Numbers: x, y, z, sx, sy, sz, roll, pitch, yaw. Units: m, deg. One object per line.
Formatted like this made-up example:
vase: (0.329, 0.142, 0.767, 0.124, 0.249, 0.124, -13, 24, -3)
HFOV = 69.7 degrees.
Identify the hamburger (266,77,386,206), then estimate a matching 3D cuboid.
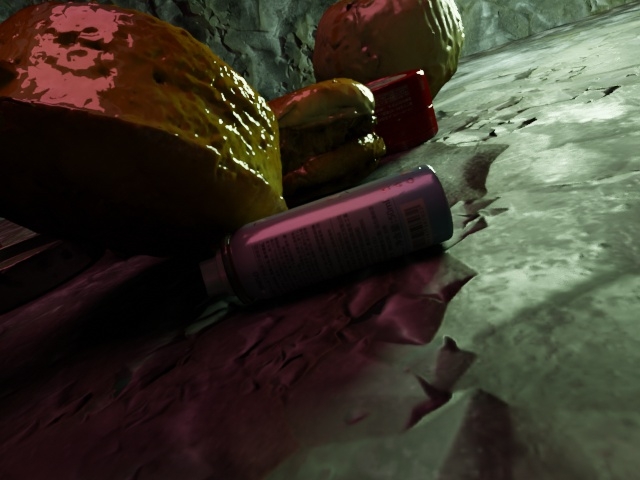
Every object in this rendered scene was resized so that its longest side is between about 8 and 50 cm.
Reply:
hamburger: (-0.018, -0.165, 0.755, 0.244, 0.163, 0.244, -19, 19, 7)

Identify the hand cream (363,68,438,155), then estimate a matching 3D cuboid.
hand cream: (0.126, -0.246, 0.900, 0.192, 0.126, 0.193, -16, 22, 7)

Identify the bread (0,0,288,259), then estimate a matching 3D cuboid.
bread: (-0.214, -0.096, 0.517, 0.336, 0.204, 0.358, -10, -20, 35)

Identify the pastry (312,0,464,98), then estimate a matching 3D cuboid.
pastry: (0.166, -0.460, 1.158, 0.388, 0.313, 0.389, -15, 31, 10)

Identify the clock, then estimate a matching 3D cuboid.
clock: (-0.559, 0.056, 0.830, 0.318, 0.066, 0.319, -18, 18, 6)

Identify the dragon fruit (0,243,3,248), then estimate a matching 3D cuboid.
dragon fruit: (-0.762, 0.040, 0.969, 0.136, 0.133, 0.166, -11, 21, 44)

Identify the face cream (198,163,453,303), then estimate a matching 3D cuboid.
face cream: (0.000, 0.000, 0.423, 0.229, 0.075, 0.075, -18, 19, 3)
